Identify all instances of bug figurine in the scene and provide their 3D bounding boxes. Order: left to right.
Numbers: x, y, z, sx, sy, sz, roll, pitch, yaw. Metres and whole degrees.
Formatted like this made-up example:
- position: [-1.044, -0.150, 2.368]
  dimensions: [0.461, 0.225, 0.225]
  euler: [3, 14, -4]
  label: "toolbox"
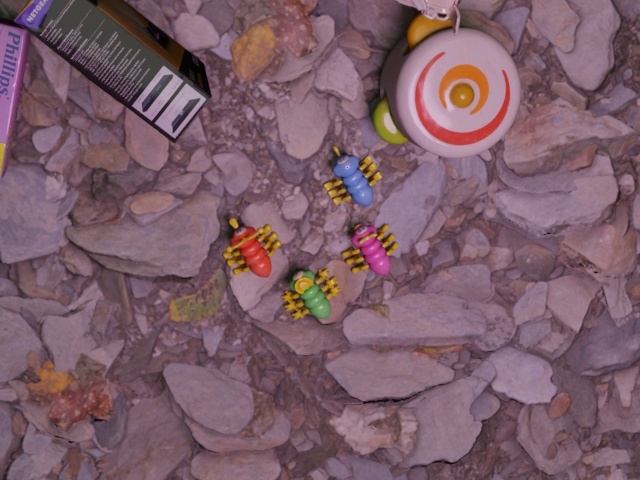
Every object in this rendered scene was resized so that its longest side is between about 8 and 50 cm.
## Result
- position: [0.000, 0.000, 1.745]
  dimensions: [0.279, 0.072, 0.216]
  euler: [-36, 107, 0]
  label: "bug figurine"

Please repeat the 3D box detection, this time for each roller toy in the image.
- position: [0.193, -0.225, 1.683]
  dimensions: [0.191, 0.146, 0.209]
  euler: [14, 100, -14]
  label: "roller toy"

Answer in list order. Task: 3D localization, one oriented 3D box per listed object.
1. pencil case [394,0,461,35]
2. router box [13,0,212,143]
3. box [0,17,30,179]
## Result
- position: [0.019, -0.416, 1.563]
  dimensions: [0.410, 0.160, 0.184]
  euler: [12, 62, -1]
  label: "pencil case"
- position: [-0.267, -0.260, 1.507]
  dimensions: [0.243, 0.309, 0.081]
  euler: [37, 98, -17]
  label: "router box"
- position: [-0.540, -0.217, 1.569]
  dimensions: [0.243, 0.117, 0.214]
  euler: [11, 102, -13]
  label: "box"
